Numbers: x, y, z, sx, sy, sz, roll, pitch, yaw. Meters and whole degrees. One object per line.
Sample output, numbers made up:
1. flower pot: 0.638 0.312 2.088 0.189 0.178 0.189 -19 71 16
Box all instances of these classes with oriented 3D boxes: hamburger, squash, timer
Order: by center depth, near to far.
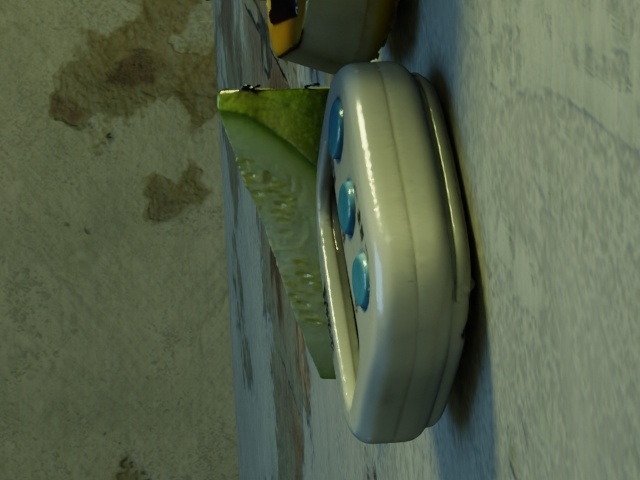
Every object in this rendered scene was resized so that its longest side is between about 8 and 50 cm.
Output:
1. timer: 0.052 0.008 1.404 0.237 0.087 0.262 96 168 -56
2. hamburger: 0.012 -0.224 1.529 0.210 0.116 0.173 163 97 -78
3. squash: 0.000 0.000 1.710 0.203 0.111 0.288 -10 -80 -63
